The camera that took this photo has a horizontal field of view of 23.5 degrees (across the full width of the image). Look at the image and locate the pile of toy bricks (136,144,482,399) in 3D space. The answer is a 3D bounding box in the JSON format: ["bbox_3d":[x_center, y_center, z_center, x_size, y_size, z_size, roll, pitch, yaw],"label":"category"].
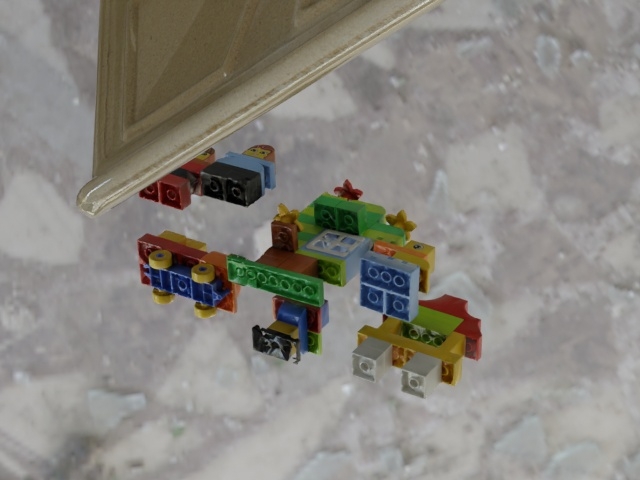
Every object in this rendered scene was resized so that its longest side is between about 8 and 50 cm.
[{"bbox_3d":[0.000,0.000,0.890,0.212,0.105,0.118,17,125,27],"label":"pile of toy bricks"}]

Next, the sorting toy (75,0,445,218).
[{"bbox_3d":[0.027,-0.152,0.578,0.307,0.229,0.041,-29,134,33],"label":"sorting toy"}]
